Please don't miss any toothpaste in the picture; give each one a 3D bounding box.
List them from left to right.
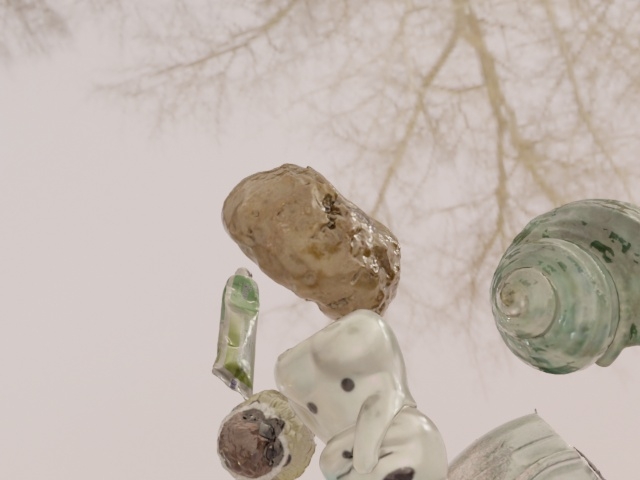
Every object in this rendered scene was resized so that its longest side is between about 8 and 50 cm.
[{"bbox_3d":[-0.114,0.119,1.635,0.047,0.078,0.248,-34,-151,22],"label":"toothpaste"}]

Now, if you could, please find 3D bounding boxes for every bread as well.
[{"bbox_3d":[0.000,0.000,1.359,0.123,0.230,0.230,-53,-142,3],"label":"bread"}]

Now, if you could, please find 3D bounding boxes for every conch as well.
[{"bbox_3d":[0.284,0.053,1.275,0.277,0.195,0.220,2,-151,-38],"label":"conch"}]

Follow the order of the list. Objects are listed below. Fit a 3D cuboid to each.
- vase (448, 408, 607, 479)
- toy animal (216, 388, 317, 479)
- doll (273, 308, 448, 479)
[{"bbox_3d":[0.162,0.420,1.443,0.445,0.250,0.250,-41,-143,-3],"label":"vase"},{"bbox_3d":[-0.063,0.207,1.171,0.098,0.137,0.098,15,-128,-19],"label":"toy animal"},{"bbox_3d":[0.037,0.147,0.989,0.110,0.181,0.107,-31,164,27],"label":"doll"}]
